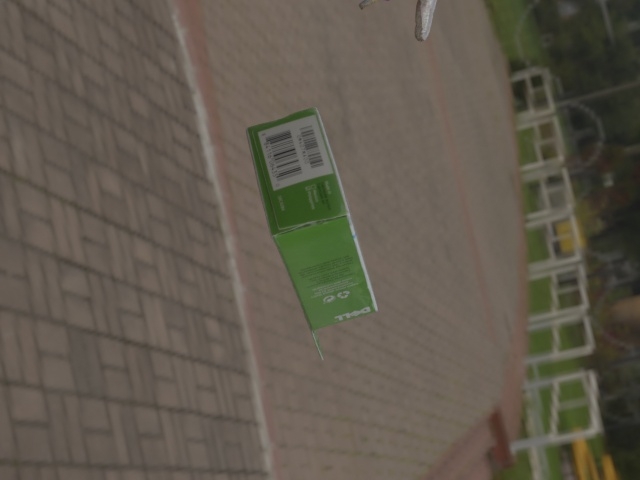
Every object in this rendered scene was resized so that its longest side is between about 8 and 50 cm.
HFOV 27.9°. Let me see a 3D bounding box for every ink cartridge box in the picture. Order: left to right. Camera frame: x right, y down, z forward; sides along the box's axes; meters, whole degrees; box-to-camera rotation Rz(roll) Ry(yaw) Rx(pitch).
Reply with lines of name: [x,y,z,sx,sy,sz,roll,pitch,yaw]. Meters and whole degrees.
ink cartridge box: [0.000,0.000,1.058,0.209,0.062,0.109,71,3,-56]

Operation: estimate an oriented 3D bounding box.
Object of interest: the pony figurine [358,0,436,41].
pony figurine: [0.150,-0.365,1.004,0.303,0.363,0.351,-177,-112,-74]
